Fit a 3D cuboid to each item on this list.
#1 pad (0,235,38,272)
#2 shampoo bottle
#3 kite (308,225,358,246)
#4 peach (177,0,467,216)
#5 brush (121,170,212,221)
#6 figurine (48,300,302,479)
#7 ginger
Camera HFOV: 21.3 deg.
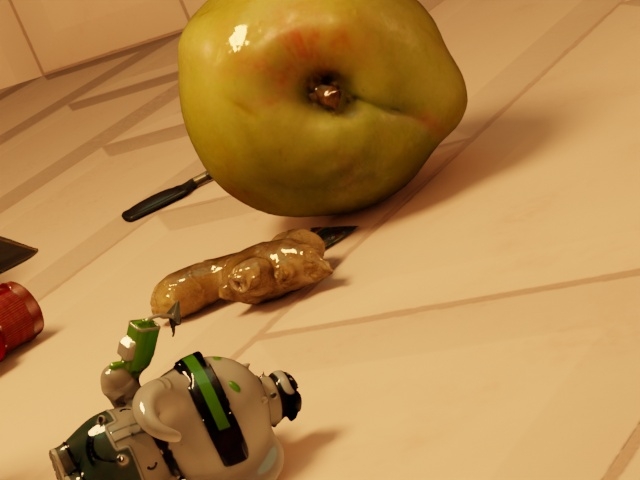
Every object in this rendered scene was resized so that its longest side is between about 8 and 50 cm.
[{"bbox_3d":[-0.592,0.041,2.436,0.315,0.063,0.375,-29,15,-21],"label":"pad"},{"bbox_3d":[-0.433,0.144,1.812,0.314,0.076,0.118,-34,16,-37],"label":"shampoo bottle"},{"bbox_3d":[0.000,0.000,1.822,0.090,0.004,0.122,-21,15,8],"label":"kite"},{"bbox_3d":[-0.011,-0.161,1.862,0.281,0.314,0.315,-61,21,-6],"label":"peach"},{"bbox_3d":[-0.184,-0.075,2.326,0.193,0.016,0.063,-26,16,-11],"label":"brush"},{"bbox_3d":[-0.105,0.142,1.278,0.192,0.126,0.147,-21,49,-17],"label":"figurine"},{"bbox_3d":[-0.083,0.036,1.710,0.214,0.059,0.133,-18,11,13],"label":"ginger"}]
